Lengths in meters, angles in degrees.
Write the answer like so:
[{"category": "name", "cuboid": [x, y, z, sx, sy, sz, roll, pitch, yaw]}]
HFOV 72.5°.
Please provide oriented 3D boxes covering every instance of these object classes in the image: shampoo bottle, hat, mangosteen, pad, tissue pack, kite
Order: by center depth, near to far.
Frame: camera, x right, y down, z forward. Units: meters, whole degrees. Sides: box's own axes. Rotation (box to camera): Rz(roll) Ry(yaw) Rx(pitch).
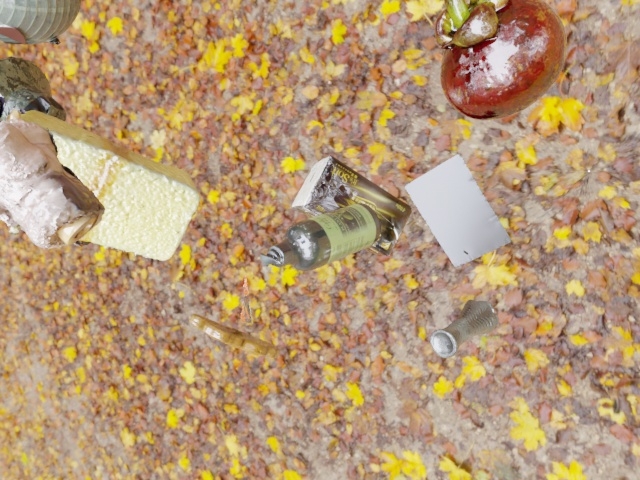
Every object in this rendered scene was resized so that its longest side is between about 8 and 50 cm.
[{"category": "mangosteen", "cuboid": [0.297, -0.341, 0.757, 0.215, 0.215, 0.257, -24, 121, 32]}, {"category": "shampoo bottle", "cuboid": [0.000, 0.000, 0.877, 0.101, 0.284, 0.101, 21, 120, 41]}, {"category": "hat", "cuboid": [-0.731, -0.314, 1.108, 0.128, 0.265, 0.265, 27, 113, 1]}, {"category": "pad", "cuboid": [0.347, -0.069, 1.110, 0.160, 0.009, 0.265, -30, 101, 26]}, {"category": "kite", "cuboid": [-0.239, 0.228, 1.428, 0.125, 0.008, 0.222, -126, 38, -48]}, {"category": "tissue pack", "cuboid": [0.104, -0.120, 1.543, 0.370, 0.198, 0.210, 29, 88, -17]}]

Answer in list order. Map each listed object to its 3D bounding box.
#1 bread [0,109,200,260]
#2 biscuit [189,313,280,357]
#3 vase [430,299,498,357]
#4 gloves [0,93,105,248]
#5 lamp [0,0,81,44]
[{"category": "bread", "cuboid": [-0.320, -0.089, 0.642, 0.142, 0.266, 0.178, -40, 41, 44]}, {"category": "biscuit", "cuboid": [-0.239, 0.288, 1.269, 0.186, 0.295, 0.044, 15, 76, 52]}, {"category": "vase", "cuboid": [0.401, 0.250, 1.228, 0.115, 0.237, 0.115, 12, 108, 40]}, {"category": "gloves", "cuboid": [-0.276, -0.054, 0.404, 0.094, 0.110, 0.144, -46, 77, 7]}, {"category": "lamp", "cuboid": [-0.630, -0.515, 0.878, 0.265, 0.233, 0.233, 20, 110, -1]}]
